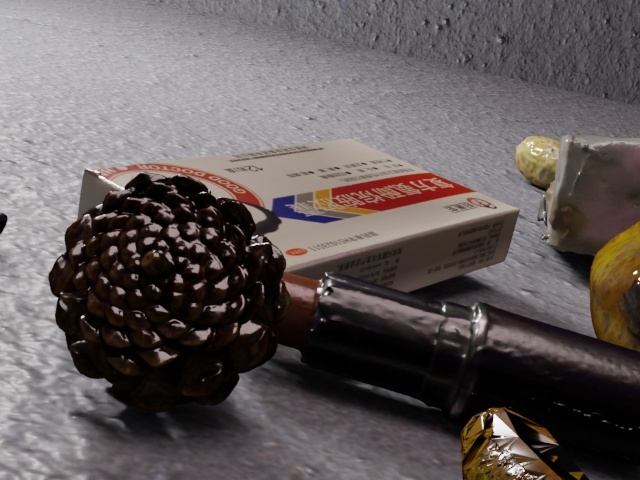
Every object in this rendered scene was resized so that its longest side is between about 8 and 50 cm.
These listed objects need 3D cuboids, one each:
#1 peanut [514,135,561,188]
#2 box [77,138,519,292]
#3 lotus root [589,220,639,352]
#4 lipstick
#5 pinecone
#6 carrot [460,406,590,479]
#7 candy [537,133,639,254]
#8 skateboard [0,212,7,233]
[{"bbox_3d":[0.366,-0.103,1.536,0.174,0.080,0.080,25,19,26],"label":"peanut"},{"bbox_3d":[-0.005,-0.019,0.906,0.214,0.069,0.353,26,26,33],"label":"box"},{"bbox_3d":[0.313,0.074,0.760,0.193,0.193,0.291,4,22,-33],"label":"lotus root"},{"bbox_3d":[0.085,0.076,0.682,0.299,0.081,0.081,16,16,-1],"label":"lipstick"},{"bbox_3d":[-0.085,0.034,0.605,0.140,0.140,0.121,13,-16,-4],"label":"pinecone"},{"bbox_3d":[0.125,0.155,0.488,0.069,0.069,0.229,9,19,-20],"label":"carrot"},{"bbox_3d":[0.343,-0.046,1.150,0.195,0.137,0.185,8,4,12],"label":"candy"},{"bbox_3d":[-0.291,-0.022,0.731,0.080,0.067,0.151,31,17,19],"label":"skateboard"}]
